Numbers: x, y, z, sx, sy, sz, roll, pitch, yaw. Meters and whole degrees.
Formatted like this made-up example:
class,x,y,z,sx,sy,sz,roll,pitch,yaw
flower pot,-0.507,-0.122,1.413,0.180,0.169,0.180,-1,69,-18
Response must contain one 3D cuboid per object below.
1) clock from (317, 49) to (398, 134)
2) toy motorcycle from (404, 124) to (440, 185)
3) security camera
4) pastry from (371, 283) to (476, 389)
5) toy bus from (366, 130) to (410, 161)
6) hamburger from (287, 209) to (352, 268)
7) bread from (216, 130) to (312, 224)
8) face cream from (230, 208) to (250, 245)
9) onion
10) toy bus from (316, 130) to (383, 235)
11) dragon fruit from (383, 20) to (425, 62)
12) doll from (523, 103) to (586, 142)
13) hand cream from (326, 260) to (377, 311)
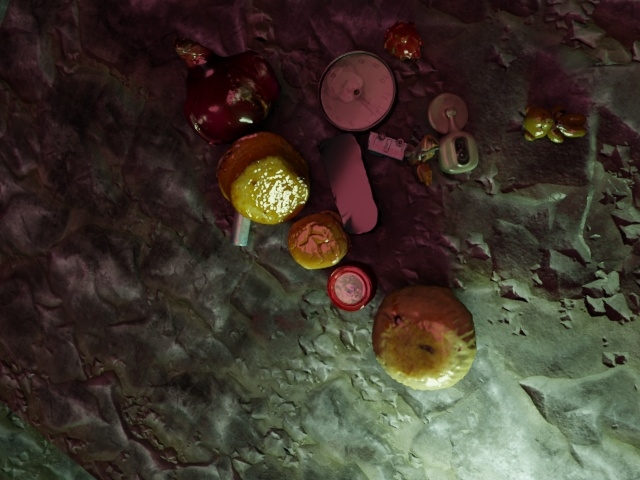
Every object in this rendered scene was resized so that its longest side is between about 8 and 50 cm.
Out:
class,x,y,z,sx,sy,sz,roll,pitch,yaw
clock,0.143,-0.573,1.786,0.318,0.066,0.319,1,96,14
toy motorcycle,0.377,-0.303,1.684,0.093,0.129,0.229,-25,123,-21
security camera,0.487,-0.396,1.682,0.157,0.080,0.302,-12,92,-7
pastry,0.380,0.342,1.679,0.388,0.312,0.389,1,93,27
toy bus,0.255,-0.361,1.767,0.160,0.079,0.092,22,102,11
hamburger,0.000,0.000,1.827,0.244,0.163,0.245,1,93,15
bread,-0.210,-0.231,1.782,0.358,0.204,0.337,36,103,-33
face cream,-0.333,-0.096,1.956,0.075,0.075,0.230,12,99,14
onion,-0.386,-0.601,1.745,0.398,0.398,0.420,-34,120,16
toy bus,0.133,-0.211,1.770,0.171,0.162,0.387,-16,90,18
dragon fruit,0.308,-0.730,1.691,0.136,0.133,0.166,-38,83,8
doll,0.819,-0.412,1.601,0.209,0.097,0.137,2,90,10
hand cream,0.127,0.181,1.831,0.192,0.125,0.193,2,96,18
